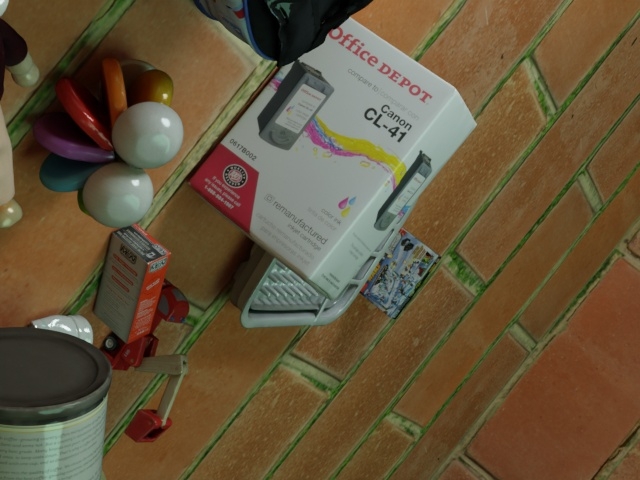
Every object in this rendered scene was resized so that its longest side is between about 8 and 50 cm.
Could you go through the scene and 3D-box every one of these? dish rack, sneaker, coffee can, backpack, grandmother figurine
[{"bbox_3d":[0.000,0.000,2.172,0.285,0.072,0.333,-57,156,15],"label":"dish rack"},{"bbox_3d":[-0.359,0.192,1.795,0.094,0.080,0.212,4,103,-44],"label":"sneaker"},{"bbox_3d":[-0.355,0.267,1.666,0.201,0.201,0.275,-20,125,-50],"label":"coffee can"},{"bbox_3d":[-0.038,-0.326,1.466,0.276,0.213,0.263,-33,144,-22],"label":"backpack"},{"bbox_3d":[-0.342,-0.134,1.346,0.208,0.104,0.342,-67,171,-47],"label":"grandmother figurine"}]

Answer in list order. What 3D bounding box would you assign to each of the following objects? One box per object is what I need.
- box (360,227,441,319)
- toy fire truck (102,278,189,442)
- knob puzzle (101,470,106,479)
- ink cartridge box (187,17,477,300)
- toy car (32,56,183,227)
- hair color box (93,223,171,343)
[{"bbox_3d":[0.132,0.055,2.459,0.137,0.094,0.027,-54,156,6],"label":"box"},{"bbox_3d":[-0.224,0.161,1.917,0.192,0.135,0.047,-55,156,9],"label":"toy fire truck"},{"bbox_3d":[-0.389,0.373,2.043,0.213,0.030,0.213,-23,135,-26],"label":"knob puzzle"},{"bbox_3d":[0.015,-0.113,1.845,0.306,0.226,0.131,-52,158,-1],"label":"ink cartridge box"},{"bbox_3d":[-0.237,-0.113,1.526,0.136,0.159,0.182,18,114,-28],"label":"toy car"},{"bbox_3d":[-0.241,0.055,1.816,0.043,0.072,0.141,-26,147,-43],"label":"hair color box"}]
